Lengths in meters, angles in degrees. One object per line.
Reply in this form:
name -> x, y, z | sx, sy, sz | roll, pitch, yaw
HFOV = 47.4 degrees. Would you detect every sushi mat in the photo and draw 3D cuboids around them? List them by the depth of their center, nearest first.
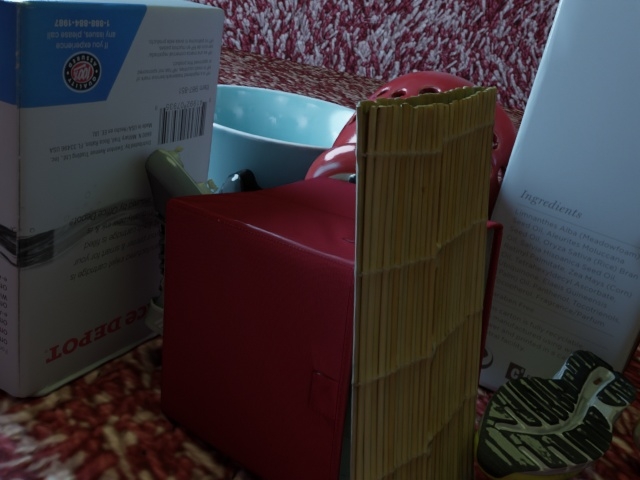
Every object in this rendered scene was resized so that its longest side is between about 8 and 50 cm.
sushi mat -> 0.065, 0.065, 0.464 | 0.019, 0.316, 0.151 | 11, 18, 35

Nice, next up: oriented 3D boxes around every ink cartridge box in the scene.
ink cartridge box -> -0.211, -0.056, 0.633 | 0.129, 0.307, 0.223 | 19, 23, 24

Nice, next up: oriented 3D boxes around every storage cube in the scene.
storage cube -> 0.004, 0.067, 0.576 | 0.193, 0.215, 0.184 | 20, 23, 37

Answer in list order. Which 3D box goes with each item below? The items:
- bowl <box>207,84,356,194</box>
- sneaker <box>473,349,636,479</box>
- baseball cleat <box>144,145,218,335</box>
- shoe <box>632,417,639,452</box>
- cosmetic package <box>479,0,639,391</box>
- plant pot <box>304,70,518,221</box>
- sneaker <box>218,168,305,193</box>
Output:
bowl -> -0.057, -0.100, 1.018 | 0.311, 0.163, 0.311 | 9, 22, -4
sneaker -> 0.181, 0.159, 0.582 | 0.208, 0.094, 0.081 | -6, 42, -47
baseball cleat -> -0.118, 0.024, 0.634 | 0.109, 0.206, 0.072 | -37, 36, -16
shoe -> 0.362, 0.203, 0.586 | 0.219, 0.076, 0.058 | 25, 20, 26
cosmetic package -> 0.292, -0.069, 0.716 | 0.161, 0.453, 0.230 | 24, 25, 26
plant pot -> 0.089, -0.050, 0.741 | 0.191, 0.191, 0.174 | 21, 47, 22
sneaker -> 0.000, 0.000, 0.844 | 0.286, 0.130, 0.109 | 16, 20, 7
